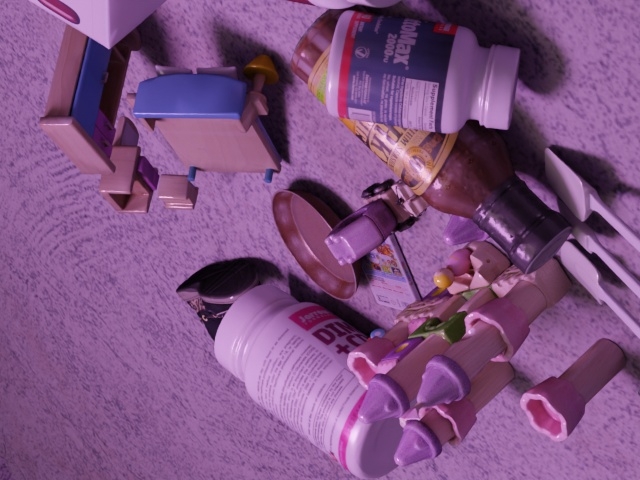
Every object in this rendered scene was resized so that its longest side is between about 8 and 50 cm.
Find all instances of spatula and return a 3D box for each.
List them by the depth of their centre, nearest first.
[{"bbox_3d":[0.292,0.024,1.618,0.242,0.019,0.168,-126,20,-49],"label":"spatula"}]

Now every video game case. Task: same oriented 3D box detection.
[{"bbox_3d":[0.081,0.036,2.043,0.087,0.011,0.122,14,135,51],"label":"video game case"}]

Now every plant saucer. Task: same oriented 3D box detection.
[{"bbox_3d":[0.000,0.000,2.092,0.168,0.029,0.168,45,157,26],"label":"plant saucer"}]

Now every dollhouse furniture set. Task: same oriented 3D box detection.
[{"bbox_3d":[-0.160,-0.180,2.097,0.303,0.198,0.286,2,156,19],"label":"dollhouse furniture set"}]

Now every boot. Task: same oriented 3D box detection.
[{"bbox_3d":[-0.108,0.122,2.362,0.178,0.085,0.236,56,160,-13],"label":"boot"}]

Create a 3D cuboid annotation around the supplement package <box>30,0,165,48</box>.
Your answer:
[{"bbox_3d":[-0.219,-0.381,1.751,0.145,0.204,0.262,31,145,17],"label":"supplement package"}]

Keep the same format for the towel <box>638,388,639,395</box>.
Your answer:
[{"bbox_3d":[0.464,0.247,1.591,0.370,0.040,0.271,51,165,17],"label":"towel"}]

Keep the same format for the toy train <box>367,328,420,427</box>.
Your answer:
[{"bbox_3d":[0.121,0.158,2.039,0.046,0.125,0.166,-103,-8,-54],"label":"toy train"}]

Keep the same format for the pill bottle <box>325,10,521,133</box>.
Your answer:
[{"bbox_3d":[0.103,-0.163,1.603,0.180,0.108,0.108,9,141,8],"label":"pill bottle"}]

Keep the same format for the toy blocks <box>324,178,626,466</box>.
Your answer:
[{"bbox_3d":[0.113,0.113,1.816,0.309,0.260,0.288,56,153,-9],"label":"toy blocks"}]

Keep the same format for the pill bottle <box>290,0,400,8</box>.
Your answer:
[{"bbox_3d":[-0.008,-0.300,1.650,0.221,0.121,0.121,19,139,46],"label":"pill bottle"}]

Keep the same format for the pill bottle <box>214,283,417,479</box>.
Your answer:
[{"bbox_3d":[0.000,0.182,2.184,0.283,0.160,0.160,32,147,32],"label":"pill bottle"}]

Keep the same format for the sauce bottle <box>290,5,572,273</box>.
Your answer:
[{"bbox_3d":[0.118,-0.107,1.699,0.344,0.111,0.111,44,152,16],"label":"sauce bottle"}]
